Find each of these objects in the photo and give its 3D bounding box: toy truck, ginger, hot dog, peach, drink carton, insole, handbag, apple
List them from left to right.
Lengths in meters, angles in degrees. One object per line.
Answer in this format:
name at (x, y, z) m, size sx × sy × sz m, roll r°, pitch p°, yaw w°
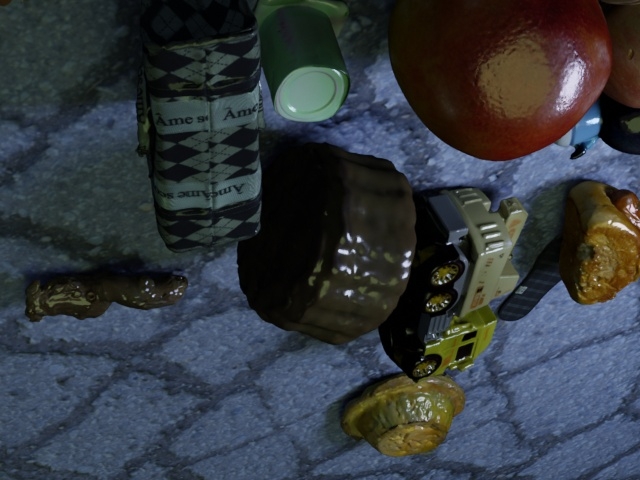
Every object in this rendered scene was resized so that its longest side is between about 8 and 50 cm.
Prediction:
ginger at (-0.374, 0.100, 2.082) m, size 0.290 × 0.084 × 0.122 m, roll -5°, pitch 135°, yaw -14°
handbag at (-0.170, -0.229, 1.565) m, size 0.180 × 0.317 × 0.416 m, roll -9°, pitch 147°, yaw -10°
drink carton at (-0.028, -0.256, 1.706) m, size 0.146 × 0.142 × 0.144 m, roll 3°, pitch 140°, yaw -24°
toy truck at (0.240, 0.076, 2.193) m, size 0.254 × 0.181 × 0.405 m, roll -12°, pitch 140°, yaw -17°
peach at (0.248, -0.276, 1.658) m, size 0.308 × 0.308 × 0.332 m, roll -20°, pitch 137°, yaw 6°
insole at (0.456, 0.069, 2.387) m, size 0.110 × 0.012 × 0.309 m, roll 9°, pitch 136°, yaw -30°
hot dog at (0.541, 0.002, 2.219) m, size 0.153 × 0.150 × 0.257 m, roll -8°, pitch 134°, yaw -4°
apple at (0.489, -0.299, 1.784) m, size 0.188 × 0.188 × 0.174 m, roll -38°, pitch 105°, yaw 27°

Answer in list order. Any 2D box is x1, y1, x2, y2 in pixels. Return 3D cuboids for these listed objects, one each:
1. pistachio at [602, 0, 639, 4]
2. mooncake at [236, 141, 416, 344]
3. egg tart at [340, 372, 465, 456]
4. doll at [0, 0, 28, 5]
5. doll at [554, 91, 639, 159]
pistachio at (0.454, -0.399, 1.661) m, size 0.129 × 0.206 × 0.131 m, roll -12°, pitch 107°, yaw -38°
mooncake at (0.001, 0.001, 1.901) m, size 0.187 × 0.324 × 0.324 m, roll 13°, pitch 134°, yaw -30°
egg tart at (0.187, 0.397, 2.633) m, size 0.288 × 0.118 × 0.288 m, roll -7°, pitch 145°, yaw -5°
doll at (-0.393, -0.367, 1.493) m, size 0.217 × 0.085 × 0.183 m, roll -24°, pitch 147°, yaw -17°
doll at (0.511, -0.219, 1.940) m, size 0.314 × 0.141 × 0.177 m, roll -2°, pitch 112°, yaw 3°
